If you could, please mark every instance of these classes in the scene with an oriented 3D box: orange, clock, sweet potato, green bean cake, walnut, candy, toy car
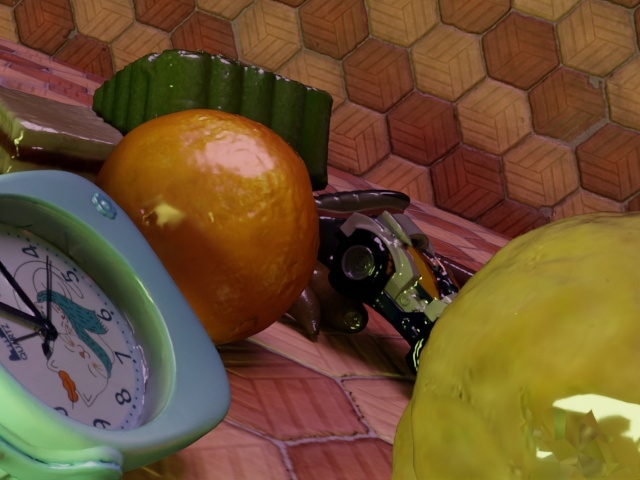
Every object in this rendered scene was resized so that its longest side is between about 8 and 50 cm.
[{"bbox_3d":[-0.120,-0.012,0.928,0.246,0.246,0.246,20,11,-4],"label":"orange"},{"bbox_3d":[-0.187,0.064,0.587,0.223,0.094,0.274,56,21,8],"label":"clock"},{"bbox_3d":[-0.012,0.062,1.202,0.075,0.075,0.273,12,16,-37],"label":"sweet potato"},{"bbox_3d":[-0.173,-0.150,1.413,0.319,0.218,0.335,9,-6,-34],"label":"green bean cake"},{"bbox_3d":[0.232,0.142,0.536,0.384,0.383,0.383,20,11,-4],"label":"walnut"},{"bbox_3d":[-0.376,-0.114,1.239,0.179,0.135,0.321,13,11,-33],"label":"candy"},{"bbox_3d":[0.145,0.088,1.095,0.301,0.118,0.193,46,12,27],"label":"toy car"},{"bbox_3d":[-0.074,0.052,1.172,0.069,0.059,0.249,34,-4,-38],"label":"sweet potato"}]

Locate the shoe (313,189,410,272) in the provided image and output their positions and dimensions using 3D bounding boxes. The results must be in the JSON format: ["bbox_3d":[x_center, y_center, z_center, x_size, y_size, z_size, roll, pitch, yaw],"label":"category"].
[{"bbox_3d":[0.000,0.000,1.389,0.291,0.137,0.114,-8,7,-5],"label":"shoe"}]

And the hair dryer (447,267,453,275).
[{"bbox_3d":[0.233,0.090,1.593,0.071,0.047,0.150,12,20,-42],"label":"hair dryer"}]

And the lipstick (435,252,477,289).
[{"bbox_3d":[0.263,0.075,1.675,0.357,0.057,0.057,27,13,28],"label":"lipstick"}]
